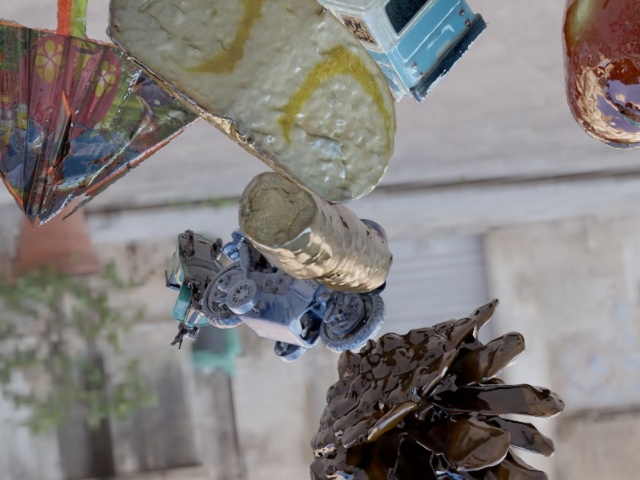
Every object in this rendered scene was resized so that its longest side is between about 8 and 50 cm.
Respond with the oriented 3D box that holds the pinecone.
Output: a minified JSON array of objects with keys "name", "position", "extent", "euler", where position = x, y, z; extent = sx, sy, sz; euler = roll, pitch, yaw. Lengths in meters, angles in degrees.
[{"name":"pinecone","position":[0.092,0.162,1.356],"extent":[0.202,0.201,0.229],"euler":[-17,-179,-6]}]

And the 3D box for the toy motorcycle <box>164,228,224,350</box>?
[{"name":"toy motorcycle","position":[-0.151,0.054,2.125],"extent":[0.058,0.100,0.173],"euler":[14,-152,-18]}]

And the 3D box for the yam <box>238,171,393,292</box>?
[{"name":"yam","position":[0.000,0.000,1.382],"extent":[0.071,0.067,0.317],"euler":[38,-178,15]}]

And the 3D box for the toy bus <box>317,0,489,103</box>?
[{"name":"toy bus","position":[0.032,-0.268,1.971],"extent":[0.271,0.133,0.165],"euler":[22,155,48]}]

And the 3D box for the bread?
[{"name":"bread","position":[-0.028,-0.079,0.892],"extent":[0.157,0.083,0.094],"euler":[34,166,12]}]

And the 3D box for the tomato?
[{"name":"tomato","position":[0.379,-0.224,1.789],"extent":[0.303,0.239,0.303],"euler":[-9,174,-1]}]

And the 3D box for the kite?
[{"name":"kite","position":[-0.158,-0.097,1.132],"extent":[0.241,0.183,0.014],"euler":[6,179,-21]}]

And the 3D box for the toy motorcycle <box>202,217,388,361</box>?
[{"name":"toy motorcycle","position":[-0.016,0.036,1.646],"extent":[0.254,0.135,0.092],"euler":[8,149,49]}]
